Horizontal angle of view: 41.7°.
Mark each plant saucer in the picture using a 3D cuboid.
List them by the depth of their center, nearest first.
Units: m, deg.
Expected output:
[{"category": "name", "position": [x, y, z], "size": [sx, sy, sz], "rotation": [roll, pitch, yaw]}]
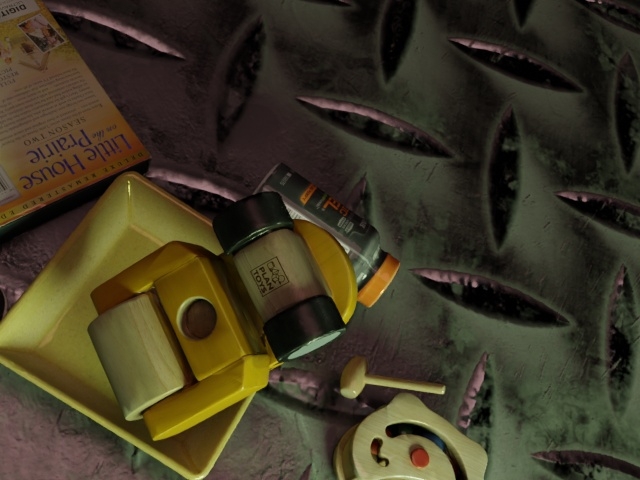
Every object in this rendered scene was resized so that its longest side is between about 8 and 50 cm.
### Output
[{"category": "plant saucer", "position": [-0.228, 0.117, 1.180], "size": [0.333, 0.081, 0.332], "rotation": [32, 60, -2]}]

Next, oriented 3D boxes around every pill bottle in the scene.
[{"category": "pill bottle", "position": [0.000, 0.000, 1.286], "size": [0.246, 0.130, 0.130], "rotation": [35, 60, -2]}]

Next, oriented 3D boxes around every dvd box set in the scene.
[{"category": "dvd box set", "position": [-0.494, -0.213, 1.252], "size": [0.308, 0.062, 0.420], "rotation": [-31, 79, -29]}]

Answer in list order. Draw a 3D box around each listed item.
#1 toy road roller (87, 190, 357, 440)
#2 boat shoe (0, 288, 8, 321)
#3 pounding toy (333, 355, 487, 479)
[{"category": "toy road roller", "position": [-0.107, 0.100, 1.101], "size": [0.330, 0.240, 0.202], "rotation": [-30, 76, 10]}, {"category": "boat shoe", "position": [-0.509, 0.156, 1.055], "size": [0.114, 0.091, 0.302], "rotation": [32, 58, -1]}, {"category": "pounding toy", "position": [0.121, 0.292, 1.177], "size": [0.269, 0.155, 0.154], "rotation": [36, 55, 0]}]
